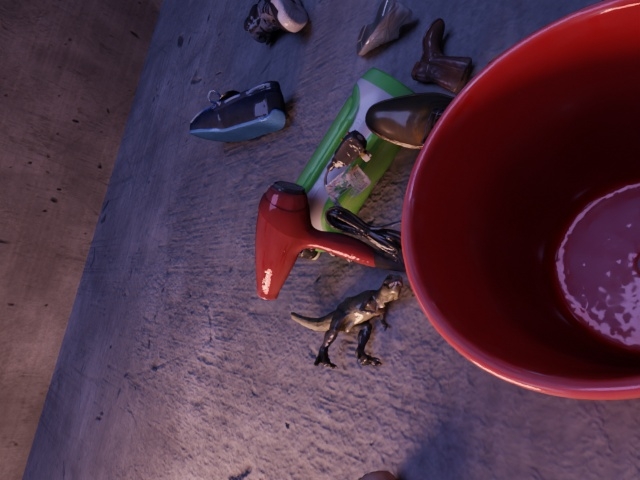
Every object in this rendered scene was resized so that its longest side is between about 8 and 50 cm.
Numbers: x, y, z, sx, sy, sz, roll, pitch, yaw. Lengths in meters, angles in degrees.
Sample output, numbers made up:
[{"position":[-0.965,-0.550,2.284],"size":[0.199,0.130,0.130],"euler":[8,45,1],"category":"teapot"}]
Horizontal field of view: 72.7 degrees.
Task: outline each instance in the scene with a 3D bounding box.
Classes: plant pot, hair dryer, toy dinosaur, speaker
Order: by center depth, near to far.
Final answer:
[{"position":[0.248,-0.006,0.358],"size":[0.275,0.243,0.275],"euler":[-24,57,42],"category":"plant pot"},{"position":[0.000,0.000,0.657],"size":[0.293,0.080,0.224],"euler":[-34,88,24],"category":"hair dryer"},{"position":[0.040,0.138,0.685],"size":[0.268,0.064,0.118],"euler":[-28,48,42],"category":"toy dinosaur"},{"position":[0.047,-0.129,0.735],"size":[0.297,0.131,0.131],"euler":[-56,41,16],"category":"speaker"}]

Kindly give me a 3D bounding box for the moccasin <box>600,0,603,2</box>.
[{"position":[0.346,-0.317,0.372],"size":[0.380,0.146,0.139],"euler":[113,172,-58],"category":"moccasin"}]

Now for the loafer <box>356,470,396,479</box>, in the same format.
[{"position":[0.036,0.423,0.531],"size":[0.092,0.102,0.269],"euler":[27,94,57],"category":"loafer"}]

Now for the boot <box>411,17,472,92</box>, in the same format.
[{"position":[0.205,-0.296,0.694],"size":[0.114,0.037,0.106],"euler":[44,121,52],"category":"boot"}]

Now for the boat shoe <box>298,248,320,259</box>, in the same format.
[{"position":[-0.053,0.004,0.861],"size":[0.133,0.042,0.049],"euler":[22,93,52],"category":"boat shoe"}]

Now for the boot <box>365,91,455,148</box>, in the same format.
[{"position":[0.151,-0.159,0.573],"size":[0.219,0.106,0.082],"euler":[13,103,22],"category":"boot"}]

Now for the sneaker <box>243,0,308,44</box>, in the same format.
[{"position":[-0.122,-0.578,1.148],"size":[0.153,0.101,0.269],"euler":[-44,40,29],"category":"sneaker"}]

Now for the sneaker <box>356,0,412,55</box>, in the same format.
[{"position":[0.117,-0.395,0.831],"size":[0.152,0.061,0.054],"euler":[164,111,-66],"category":"sneaker"}]

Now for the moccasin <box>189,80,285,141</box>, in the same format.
[{"position":[-0.209,-0.328,1.127],"size":[0.342,0.137,0.117],"euler":[2,89,36],"category":"moccasin"}]
